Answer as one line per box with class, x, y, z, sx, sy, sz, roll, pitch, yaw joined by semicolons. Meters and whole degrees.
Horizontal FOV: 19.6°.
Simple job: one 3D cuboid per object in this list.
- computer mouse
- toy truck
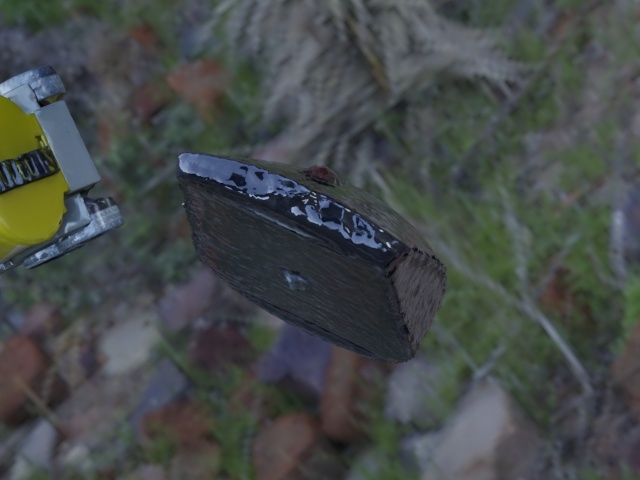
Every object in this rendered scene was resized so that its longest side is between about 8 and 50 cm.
computer mouse;0.002;-0.004;1.226;0.087;0.168;0.295;-62;-12;-13
toy truck;-0.202;-0.016;1.002;0.114;0.098;0.227;-24;0;-40
